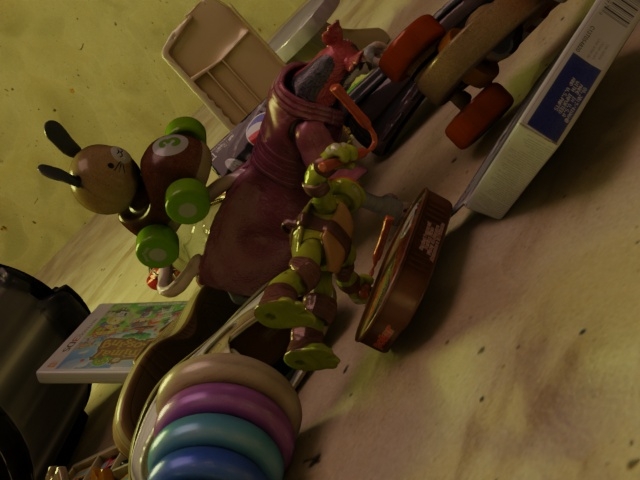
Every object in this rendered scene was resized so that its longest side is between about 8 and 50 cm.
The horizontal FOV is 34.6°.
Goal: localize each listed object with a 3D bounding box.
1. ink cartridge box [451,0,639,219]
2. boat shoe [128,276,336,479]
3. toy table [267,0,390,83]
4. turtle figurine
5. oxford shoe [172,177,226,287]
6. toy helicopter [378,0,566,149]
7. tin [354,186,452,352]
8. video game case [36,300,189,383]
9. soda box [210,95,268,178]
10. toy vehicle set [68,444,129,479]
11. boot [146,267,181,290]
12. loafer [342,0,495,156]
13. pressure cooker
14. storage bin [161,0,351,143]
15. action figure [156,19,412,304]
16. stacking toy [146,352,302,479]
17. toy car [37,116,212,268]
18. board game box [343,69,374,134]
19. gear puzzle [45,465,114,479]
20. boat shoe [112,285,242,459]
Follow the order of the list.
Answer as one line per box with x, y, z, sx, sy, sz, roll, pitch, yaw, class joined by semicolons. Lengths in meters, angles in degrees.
0.220;-0.129;0.985;0.223;0.045;0.224;-55;-4;-22;ink cartridge box
-0.092;0.148;1.085;0.302;0.113;0.103;-54;11;-23;boat shoe
0.000;-0.331;1.871;0.252;0.161;0.274;-50;15;-4;toy table
0.000;0.000;0.992;0.087;0.269;0.217;8;51;16;turtle figurine
-0.168;0.017;1.559;0.397;0.140;0.146;146;140;-66;oxford shoe
0.241;-0.275;1.139;0.355;0.140;0.235;-40;-7;-28;toy helicopter
0.082;0.028;0.997;0.106;0.040;0.190;-55;8;45;tin
-0.274;0.144;1.491;0.212;0.023;0.193;-3;27;21;video game case
-0.070;-0.140;1.354;0.169;0.060;0.053;-43;61;2;soda box
-0.288;0.336;1.301;0.267;0.035;0.166;-31;24;46;toy vehicle set
-0.240;0.022;1.820;0.176;0.088;0.244;-50;8;-6;boot
0.161;-0.237;1.407;0.302;0.095;0.109;-40;-15;13;loafer
-0.551;0.233;1.592;0.420;0.370;0.375;-76;-2;-63;pressure cooker
-0.090;-0.214;1.526;0.123;0.260;0.262;-43;-5;5;storage bin
-0.042;-0.113;1.233;0.370;0.275;0.248;108;158;-43;action figure
-0.098;0.251;0.865;0.141;0.141;0.330;-39;25;28;stacking toy
-0.236;-0.082;1.206;0.149;0.188;0.155;-52;29;31;toy car
0.016;-0.195;1.739;0.259;0.039;0.124;-30;24;40;board game box
-0.218;0.299;0.927;0.339;0.044;0.175;-61;41;43;gear puzzle
-0.173;0.173;1.247;0.110;0.121;0.341;-42;7;25;boat shoe
